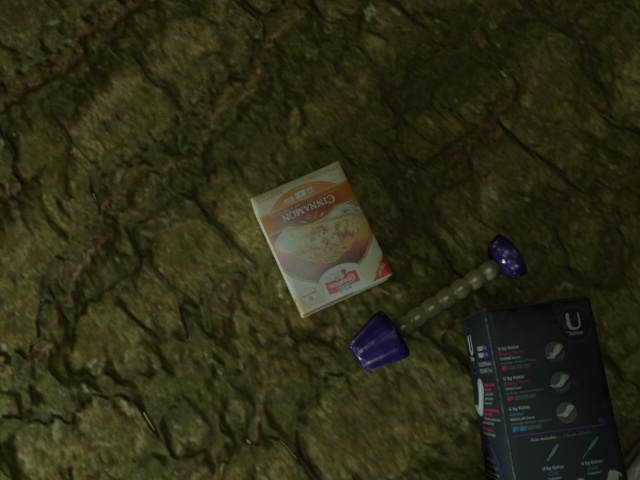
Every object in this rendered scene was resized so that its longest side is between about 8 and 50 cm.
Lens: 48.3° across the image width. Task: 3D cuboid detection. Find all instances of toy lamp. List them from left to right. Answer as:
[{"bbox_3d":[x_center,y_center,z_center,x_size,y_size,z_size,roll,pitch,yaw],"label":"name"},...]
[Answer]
[{"bbox_3d":[0.166,0.093,1.026,0.275,0.080,0.080,-34,80,-6],"label":"toy lamp"}]

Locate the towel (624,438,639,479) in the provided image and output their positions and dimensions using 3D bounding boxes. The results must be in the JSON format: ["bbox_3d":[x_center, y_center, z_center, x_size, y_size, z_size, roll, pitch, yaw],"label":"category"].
[{"bbox_3d":[0.542,0.424,0.972,0.332,0.053,0.317,41,81,7],"label":"towel"}]

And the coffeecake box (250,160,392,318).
[{"bbox_3d":[0.000,0.000,1.050,0.142,0.068,0.185,-24,80,-6],"label":"coffeecake box"}]

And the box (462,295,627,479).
[{"bbox_3d":[0.292,0.222,0.954,0.144,0.165,0.270,-7,79,-1],"label":"box"}]
